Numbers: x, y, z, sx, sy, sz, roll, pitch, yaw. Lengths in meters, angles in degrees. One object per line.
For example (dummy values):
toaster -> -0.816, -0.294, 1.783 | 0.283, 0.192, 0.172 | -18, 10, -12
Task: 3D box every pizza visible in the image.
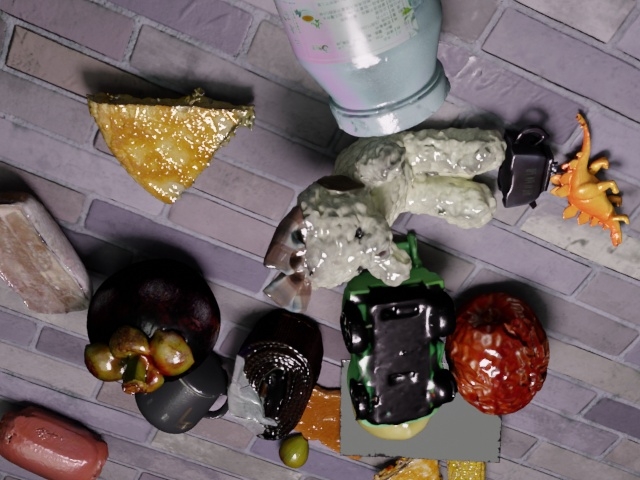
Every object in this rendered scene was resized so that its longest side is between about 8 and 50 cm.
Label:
pizza -> -0.243, -0.191, 1.628 | 0.288, 0.075, 0.280 | -14, 130, 13
pizza -> 0.235, 0.545, 2.177 | 0.188, 0.062, 0.198 | 13, 123, -21

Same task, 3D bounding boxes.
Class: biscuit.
biscuit -> 0.021, 0.418, 2.101 | 0.183, 0.043, 0.280 | -26, 120, 26

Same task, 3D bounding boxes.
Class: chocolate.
chocolate -> -0.574, 0.020, 1.804 | 0.185, 0.100, 0.303 | -8, 125, 25

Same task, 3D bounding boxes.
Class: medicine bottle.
medicine bottle -> 0.073, -0.332, 1.379 | 0.245, 0.245, 0.290 | -14, 127, 15

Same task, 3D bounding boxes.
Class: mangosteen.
mangosteen -> -0.340, 0.189, 1.785 | 0.275, 0.302, 0.275 | 3, 127, 4

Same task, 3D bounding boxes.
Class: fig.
fig -> -0.060, 0.507, 2.165 | 0.074, 0.074, 0.088 | 28, 107, -16

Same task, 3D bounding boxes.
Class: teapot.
teapot -> 0.378, -0.130, 1.611 | 0.096, 0.087, 0.177 | -1, 128, 0

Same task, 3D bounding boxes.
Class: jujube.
jujube -> 0.365, 0.233, 1.826 | 0.213, 0.213, 0.232 | -7, 128, 11

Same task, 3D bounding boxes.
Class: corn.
corn -> 0.351, 0.579, 2.170 | 0.101, 0.101, 0.291 | -1, 130, 6

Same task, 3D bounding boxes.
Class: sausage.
sausage -> -0.647, 0.498, 2.157 | 0.280, 0.152, 0.152 | 29, 125, -17

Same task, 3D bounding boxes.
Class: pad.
pad -> 0.227, 0.388, 2.028 | 0.368, 0.007, 0.247 | 1, 107, 5

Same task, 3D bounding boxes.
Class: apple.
apple -> 0.158, 0.338, 1.925 | 0.200, 0.200, 0.200 | 2, 128, 3

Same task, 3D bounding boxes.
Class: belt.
belt -> -0.101, 0.304, 1.935 | 0.184, 0.164, 0.289 | 16, 124, 2

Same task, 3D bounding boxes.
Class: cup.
cup -> -0.287, 0.332, 1.996 | 0.223, 0.169, 0.176 | 26, 120, -34

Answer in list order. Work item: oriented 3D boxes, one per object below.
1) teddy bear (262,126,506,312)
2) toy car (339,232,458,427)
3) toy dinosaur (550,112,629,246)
teddy bear -> 0.120, -0.024, 1.538 | 0.376, 0.362, 0.327 | 7, 130, 6
toy car -> 0.143, 0.185, 1.754 | 0.214, 0.176, 0.358 | -9, 114, -10
toy dinosaur -> 0.483, -0.095, 1.642 | 0.117, 0.070, 0.288 | -22, 119, 21
